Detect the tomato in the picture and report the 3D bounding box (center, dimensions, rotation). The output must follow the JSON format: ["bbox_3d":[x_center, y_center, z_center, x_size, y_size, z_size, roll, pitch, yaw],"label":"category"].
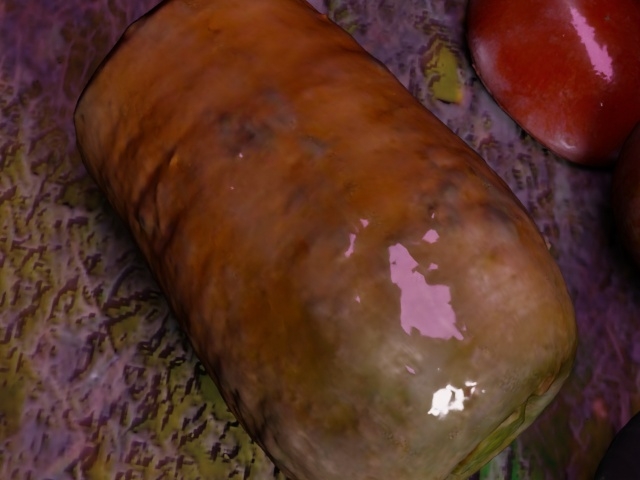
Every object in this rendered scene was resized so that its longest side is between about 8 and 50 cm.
[{"bbox_3d":[0.199,-0.156,1.135,0.174,0.082,0.166,28,59,-3],"label":"tomato"}]

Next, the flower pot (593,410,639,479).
[{"bbox_3d":[0.293,0.179,0.936,0.243,0.157,0.189,1,63,-17],"label":"flower pot"}]

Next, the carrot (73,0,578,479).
[{"bbox_3d":[0.000,0.000,0.912,0.224,0.224,0.341,-31,71,-28],"label":"carrot"}]

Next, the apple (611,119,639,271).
[{"bbox_3d":[0.314,-0.038,1.051,0.188,0.174,0.188,9,60,-15],"label":"apple"}]
